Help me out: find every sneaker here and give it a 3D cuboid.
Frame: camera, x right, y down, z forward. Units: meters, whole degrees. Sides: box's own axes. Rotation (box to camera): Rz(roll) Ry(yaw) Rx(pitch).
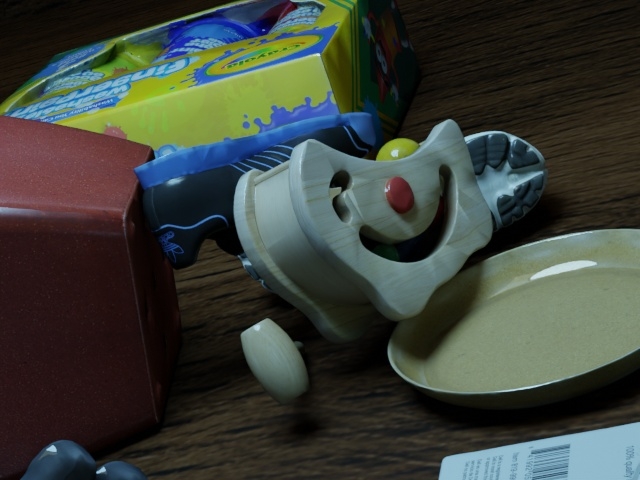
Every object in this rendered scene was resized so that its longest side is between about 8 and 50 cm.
[{"bbox_3d":[-0.043,-0.042,1.272,0.232,0.090,0.081,-17,0,-35],"label":"sneaker"},{"bbox_3d":[0.064,-0.019,1.381,0.279,0.107,0.118,-15,2,6],"label":"sneaker"}]

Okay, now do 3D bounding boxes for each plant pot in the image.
[{"bbox_3d":[-0.247,0.043,1.278,0.235,0.267,0.267,-5,22,4],"label":"plant pot"},{"bbox_3d":[0.165,0.060,1.140,0.236,0.032,0.236,-17,21,7],"label":"plant pot"}]

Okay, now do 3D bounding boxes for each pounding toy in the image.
[{"bbox_3d":[0.000,0.000,1.219,0.155,0.154,0.269,-25,10,42],"label":"pounding toy"}]

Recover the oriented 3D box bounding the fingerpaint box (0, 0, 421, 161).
[{"bbox_3d":[-0.143,-0.142,1.752,0.444,0.163,0.371,-13,21,19],"label":"fingerpaint box"}]

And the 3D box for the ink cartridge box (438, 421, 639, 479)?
[{"bbox_3d":[0.163,0.164,0.792,0.208,0.087,0.153,-13,22,18],"label":"ink cartridge box"}]

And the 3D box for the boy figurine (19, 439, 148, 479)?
[{"bbox_3d":[-0.061,0.206,0.798,0.285,0.177,0.092,28,86,43],"label":"boy figurine"}]
